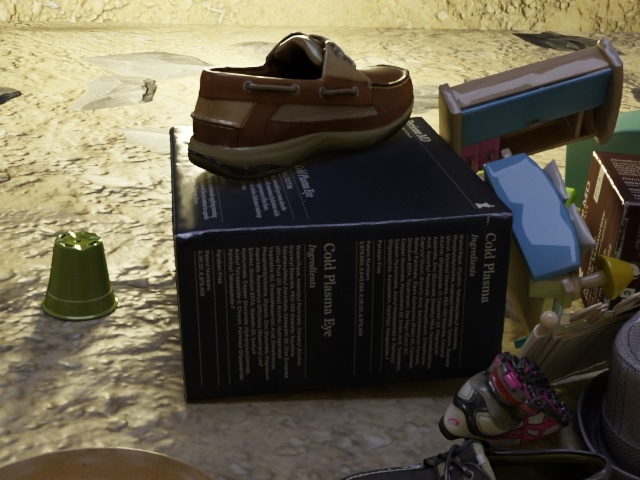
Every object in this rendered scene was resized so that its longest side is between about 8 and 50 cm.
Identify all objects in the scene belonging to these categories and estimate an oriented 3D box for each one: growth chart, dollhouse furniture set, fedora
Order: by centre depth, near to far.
[{"bbox_3d":[0.364,0.120,0.831,0.275,0.124,0.244,-9,23,-3],"label":"fedora"},{"bbox_3d":[0.278,0.092,0.915,0.237,0.172,0.021,-10,57,-27],"label":"growth chart"},{"bbox_3d":[0.273,-0.016,1.047,0.198,0.286,0.303,-16,56,-2],"label":"dollhouse furniture set"}]

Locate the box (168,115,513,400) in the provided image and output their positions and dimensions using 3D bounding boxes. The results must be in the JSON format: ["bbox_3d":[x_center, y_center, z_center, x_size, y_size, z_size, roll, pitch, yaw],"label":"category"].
[{"bbox_3d":[0.000,0.000,1.015,0.312,0.179,0.343,-4,23,-7],"label":"box"}]

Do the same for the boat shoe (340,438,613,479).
[{"bbox_3d":[0.119,0.190,0.735,0.223,0.073,0.080,3,22,-6],"label":"boat shoe"}]

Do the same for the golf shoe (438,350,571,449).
[{"bbox_3d":[0.160,0.145,0.821,0.186,0.086,0.067,27,30,-57],"label":"golf shoe"}]

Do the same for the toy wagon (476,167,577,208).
[{"bbox_3d":[0.207,-0.055,1.355,0.267,0.068,0.344,15,25,25],"label":"toy wagon"}]

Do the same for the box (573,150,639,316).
[{"bbox_3d":[0.403,0.008,1.106,0.167,0.168,0.203,6,22,3],"label":"box"}]

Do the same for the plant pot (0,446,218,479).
[{"bbox_3d":[-0.164,0.224,0.654,0.236,0.032,0.236,4,22,-1],"label":"plant pot"}]

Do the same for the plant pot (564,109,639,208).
[{"bbox_3d":[0.500,-0.116,1.445,0.234,0.166,0.165,6,21,21],"label":"plant pot"}]

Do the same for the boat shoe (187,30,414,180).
[{"bbox_3d":[-0.007,-0.159,1.008,0.122,0.120,0.324,17,28,34],"label":"boat shoe"}]

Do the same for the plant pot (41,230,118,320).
[{"bbox_3d":[-0.264,0.034,1.032,0.083,0.079,0.083,5,22,-2],"label":"plant pot"}]
